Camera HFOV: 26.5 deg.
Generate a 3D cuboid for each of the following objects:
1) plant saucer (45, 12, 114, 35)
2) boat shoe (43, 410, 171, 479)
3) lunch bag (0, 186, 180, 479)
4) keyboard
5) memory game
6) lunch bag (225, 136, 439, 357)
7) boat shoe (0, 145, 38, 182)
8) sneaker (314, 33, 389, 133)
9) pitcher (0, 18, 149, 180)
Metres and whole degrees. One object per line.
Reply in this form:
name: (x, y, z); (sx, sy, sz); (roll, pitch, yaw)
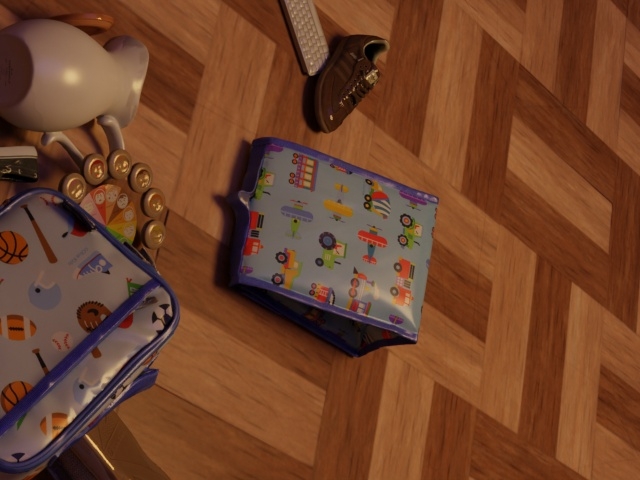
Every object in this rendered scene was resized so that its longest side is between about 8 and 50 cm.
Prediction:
plant saucer: (-0.285, -0.253, 1.606); (0.083, 0.083, 0.013); (-1, 85, -49)
boat shoe: (-0.224, 0.290, 1.500); (0.285, 0.092, 0.103); (57, 24, -16)
lunch bag: (-0.294, 0.098, 1.397); (0.243, 0.115, 0.303); (42, 53, 3)
keyboard: (-0.038, -0.365, 1.980); (0.072, 0.014, 0.256); (-22, 96, -50)
memory game: (-0.246, -0.016, 1.587); (0.186, 0.012, 0.186); (-13, 107, -49)
lunch bag: (0.000, 0.000, 1.836); (0.293, 0.138, 0.221); (26, 62, -31)
boat shoe: (-0.363, -0.078, 1.489); (0.142, 0.049, 0.040); (-11, 87, -52)
sneaker: (0.046, -0.235, 1.981); (0.066, 0.071, 0.188); (58, 39, -42)
pitcher: (-0.290, -0.159, 1.555); (0.207, 0.125, 0.177); (-2, 91, -61)
